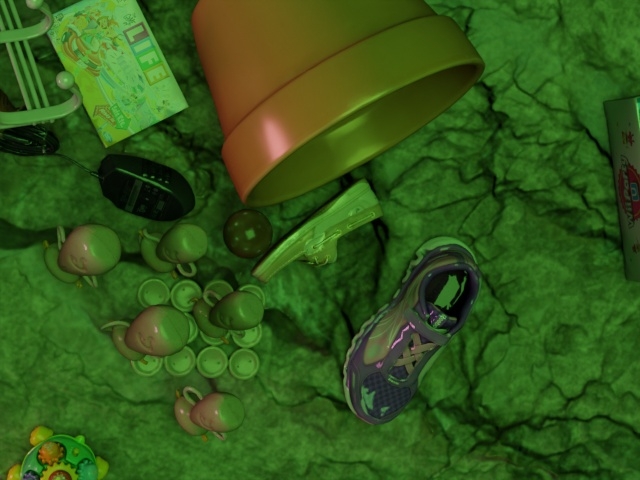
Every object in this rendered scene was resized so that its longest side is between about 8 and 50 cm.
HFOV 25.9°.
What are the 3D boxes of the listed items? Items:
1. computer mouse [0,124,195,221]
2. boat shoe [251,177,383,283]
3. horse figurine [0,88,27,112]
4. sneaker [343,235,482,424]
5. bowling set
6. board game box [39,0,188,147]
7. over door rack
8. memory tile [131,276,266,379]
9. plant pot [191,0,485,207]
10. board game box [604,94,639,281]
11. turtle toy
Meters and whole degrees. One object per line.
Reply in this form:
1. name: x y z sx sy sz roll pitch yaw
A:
1. computer mouse: -0.248 -0.086 1.513 0.242 0.071 0.041 23 53 -9
2. boat shoe: 0.000 0.000 1.566 0.170 0.063 0.059 -39 95 -9
3. horse figurine: -0.436 -0.121 1.435 0.263 0.066 0.174 -14 58 -12
4. sneaker: 0.110 0.104 1.577 0.095 0.104 0.236 32 87 -14
5. bowling set: -0.138 0.060 1.503 0.200 0.154 0.287 -38 99 -27
6. board game box: -0.225 -0.192 1.522 0.103 0.026 0.154 -28 99 -10
7. over door rack: -0.425 -0.195 1.379 0.324 0.108 0.240 -17 61 -12
8. memory tile: -0.137 0.099 1.567 0.148 0.012 0.113 4 92 -13
9. plant pot: -0.003 -0.192 1.459 0.290 0.291 0.203 -29 83 -10
10. board game box: 0.507 -0.081 1.663 0.303 0.097 0.224 -10 95 -11
11. turtle toy: -0.292 0.269 1.512 0.095 0.066 0.130 31 86 -13
